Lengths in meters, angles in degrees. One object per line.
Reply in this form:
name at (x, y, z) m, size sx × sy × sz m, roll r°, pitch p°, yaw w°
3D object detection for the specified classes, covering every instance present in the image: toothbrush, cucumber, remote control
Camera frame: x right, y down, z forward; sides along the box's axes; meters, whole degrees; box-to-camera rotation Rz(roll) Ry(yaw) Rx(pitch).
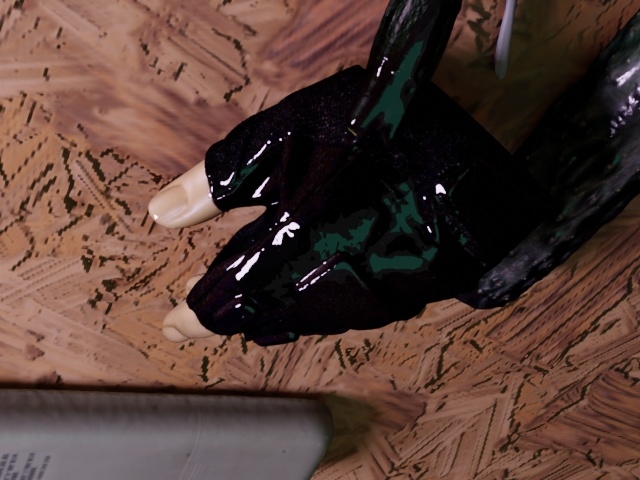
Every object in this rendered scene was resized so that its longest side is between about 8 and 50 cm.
toothbrush at (0.095, -0.133, 0.669) m, size 0.013 × 0.011 × 0.131 m, roll 4°, pitch 137°, yaw 3°
cucumber at (0.048, -0.109, 0.618) m, size 0.033 × 0.034 × 0.134 m, roll 21°, pitch 92°, yaw -1°
cucumber at (0.151, -0.031, 0.762) m, size 0.078 × 0.062 × 0.211 m, roll 13°, pitch 128°, yaw -34°
remote control at (-0.134, 0.131, 0.832) m, size 0.310 × 0.038 × 0.090 m, roll 4°, pitch 132°, yaw -27°

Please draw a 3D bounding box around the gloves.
gloves at (0.000, 0.000, 0.703) m, size 0.164 × 0.124 × 0.203 m, roll 39°, pitch 105°, yaw -25°
